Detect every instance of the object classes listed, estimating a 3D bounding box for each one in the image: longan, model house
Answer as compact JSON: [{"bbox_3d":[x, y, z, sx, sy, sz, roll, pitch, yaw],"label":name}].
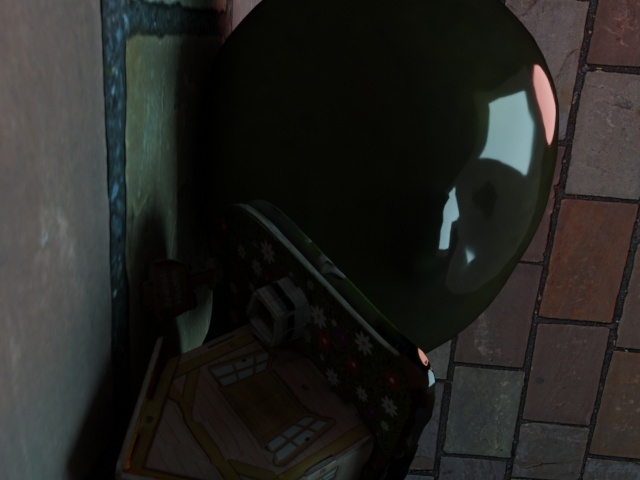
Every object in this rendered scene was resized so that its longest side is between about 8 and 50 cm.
[{"bbox_3d":[0.047,-0.066,0.613,0.361,0.361,0.361,4,90,-88],"label":"longan"},{"bbox_3d":[-0.076,0.142,0.441,0.207,0.154,0.294,44,-42,31],"label":"model house"}]
